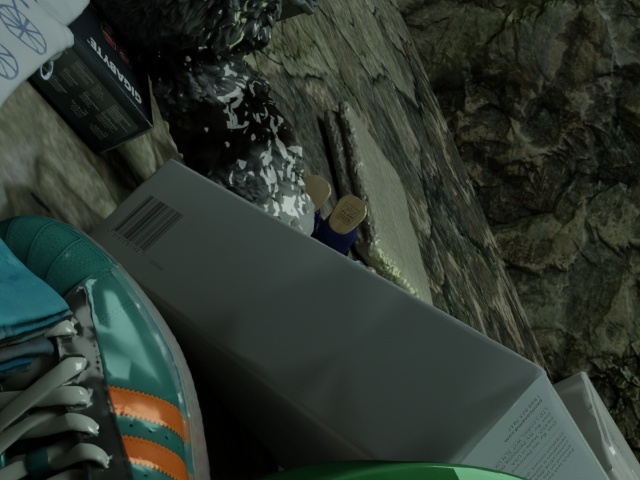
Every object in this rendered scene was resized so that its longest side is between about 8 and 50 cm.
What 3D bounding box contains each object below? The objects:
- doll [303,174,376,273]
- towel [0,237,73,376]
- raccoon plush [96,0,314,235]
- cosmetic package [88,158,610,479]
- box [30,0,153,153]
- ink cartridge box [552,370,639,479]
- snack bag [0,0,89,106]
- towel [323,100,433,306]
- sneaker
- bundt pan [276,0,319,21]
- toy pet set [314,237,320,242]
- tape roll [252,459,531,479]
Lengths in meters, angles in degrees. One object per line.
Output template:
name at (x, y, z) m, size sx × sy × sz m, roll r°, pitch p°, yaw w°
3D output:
doll at (0.000, 0.000, 1.283) m, size 0.129 × 0.046 × 0.189 m, roll 30°, pitch -19°, yaw 2°
towel at (-0.253, -0.099, 0.509) m, size 0.370 × 0.040 × 0.271 m, roll 56°, pitch 11°, yaw 7°
raccoon plush at (-0.017, -0.247, 1.014) m, size 0.446 × 0.299 × 0.216 m, roll 61°, pitch 13°, yaw -14°
cosmetic package at (0.036, 0.121, 0.842) m, size 0.377 × 0.097 × 0.284 m, roll 30°, pitch -21°, yaw 49°
box at (-0.205, -0.195, 0.965) m, size 0.220 × 0.051 × 0.175 m, roll 52°, pitch 18°, yaw -43°
ink cartridge box at (0.196, 0.272, 1.243) m, size 0.171 × 0.232 × 0.168 m, roll 56°, pitch 15°, yaw -23°
snack bag at (-0.243, -0.211, 0.673) m, size 0.323 × 0.037 × 0.342 m, roll 49°, pitch 14°, yaw -13°
towel at (0.074, -0.039, 1.764) m, size 0.187 × 0.049 × 0.282 m, roll 50°, pitch 21°, yaw -44°
sneaker at (-0.112, 0.124, 0.628) m, size 0.121 × 0.108 × 0.302 m, roll 22°, pitch 46°, yaw -77°
bundt pan at (-0.131, -0.364, 1.395) m, size 0.331 × 0.124 × 0.331 m, roll 58°, pitch 16°, yaw -27°
toy pet set at (-0.033, 0.050, 1.203) m, size 0.122 × 0.065 × 0.114 m, roll 42°, pitch 42°, yaw -16°
tape roll at (0.030, 0.251, 0.535) m, size 0.321 × 0.321 × 0.077 m, roll 64°, pitch -23°, yaw -2°
